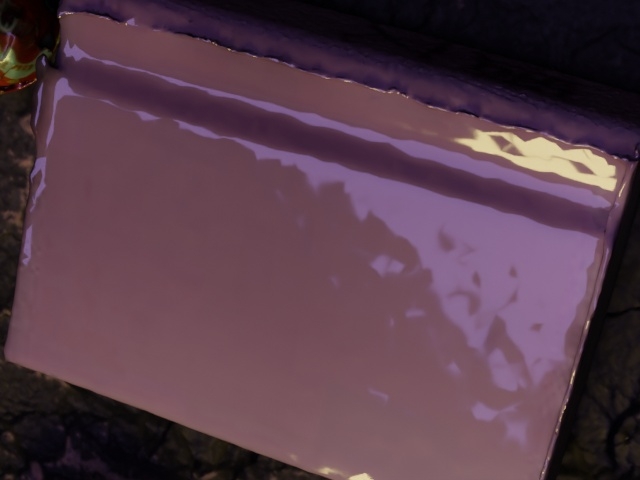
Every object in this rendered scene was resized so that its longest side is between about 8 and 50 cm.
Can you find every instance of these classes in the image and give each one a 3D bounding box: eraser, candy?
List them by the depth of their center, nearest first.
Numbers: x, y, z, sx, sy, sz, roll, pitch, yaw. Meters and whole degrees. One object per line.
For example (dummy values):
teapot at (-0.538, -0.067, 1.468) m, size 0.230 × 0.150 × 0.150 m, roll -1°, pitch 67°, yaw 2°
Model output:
eraser at (0.000, 0.000, 0.903) m, size 0.359 × 0.122 × 0.272 m, roll 17°, pitch 112°, yaw 15°
candy at (-0.266, -0.066, 1.000) m, size 0.287 × 0.078 × 0.084 m, roll -54°, pitch 55°, yaw 27°
